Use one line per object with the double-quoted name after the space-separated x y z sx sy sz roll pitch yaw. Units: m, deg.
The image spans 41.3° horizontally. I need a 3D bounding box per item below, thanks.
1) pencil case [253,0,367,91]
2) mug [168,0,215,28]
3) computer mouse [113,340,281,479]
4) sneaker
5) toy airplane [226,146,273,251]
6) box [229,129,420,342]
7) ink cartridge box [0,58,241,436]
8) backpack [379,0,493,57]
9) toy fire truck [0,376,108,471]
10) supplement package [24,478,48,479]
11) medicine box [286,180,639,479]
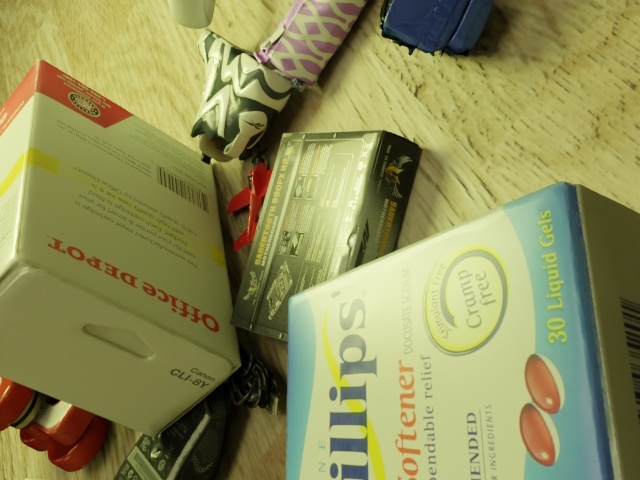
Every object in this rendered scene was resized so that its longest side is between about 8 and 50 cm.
0.003 -0.283 0.999 0.206 0.088 0.086 -57 40 17 "pencil case"
-0.147 -0.459 1.088 0.328 0.276 0.373 129 147 -81 "mug"
-0.146 0.238 0.984 0.272 0.072 0.188 -56 35 0 "computer mouse"
-0.130 -0.181 1.121 0.235 0.094 0.153 42 105 48 "sneaker"
-0.080 -0.046 1.050 0.151 0.028 0.151 -25 55 43 "toy airplane"
0.000 0.000 0.902 0.183 0.056 0.231 7 80 54 "box"
-0.265 0.002 1.010 0.160 0.279 0.384 -42 37 22 "ink cartridge box"
0.109 -0.224 0.828 0.098 0.101 0.120 -59 5 10 "backpack"
-0.389 0.180 1.259 0.302 0.169 0.253 4 59 52 "toy fire truck"
-0.314 0.461 1.029 0.204 0.145 0.262 -57 38 18 "supplement package"
0.116 0.140 0.611 0.289 0.149 0.263 -26 55 43 "medicine box"
